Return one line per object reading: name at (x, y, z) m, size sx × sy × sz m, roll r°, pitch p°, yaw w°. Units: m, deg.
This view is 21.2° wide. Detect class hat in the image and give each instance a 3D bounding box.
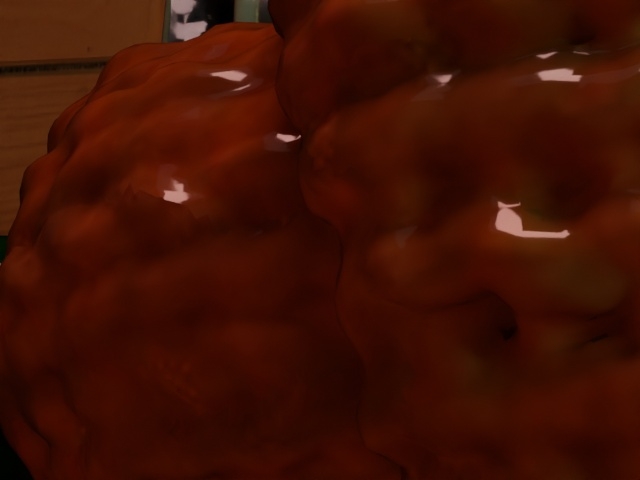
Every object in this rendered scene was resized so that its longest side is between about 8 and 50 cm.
hat at (0.000, 0.000, 0.498) m, size 0.400 × 0.285 × 0.285 m, roll -4°, pitch -3°, yaw 19°

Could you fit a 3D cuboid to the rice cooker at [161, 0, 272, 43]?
rice cooker at (0.095, -0.025, 0.842) m, size 0.325 × 0.335 × 0.335 m, roll -1°, pitch -2°, yaw 4°
